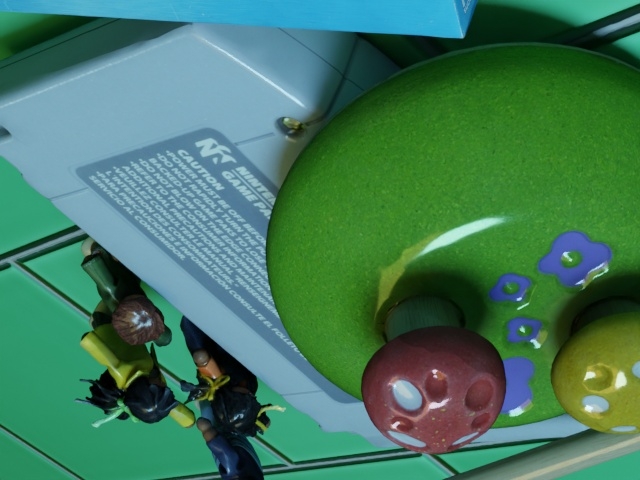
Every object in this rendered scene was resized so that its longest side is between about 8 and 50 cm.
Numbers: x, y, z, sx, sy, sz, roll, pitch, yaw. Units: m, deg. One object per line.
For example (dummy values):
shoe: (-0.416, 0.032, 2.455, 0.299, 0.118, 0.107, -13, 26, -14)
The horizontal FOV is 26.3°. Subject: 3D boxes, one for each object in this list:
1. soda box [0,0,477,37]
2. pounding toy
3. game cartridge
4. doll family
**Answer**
soda box: (-0.047, -0.121, 0.466, 0.210, 0.067, 0.071, 8, 146, 24)
pounding toy: (0.085, 0.049, 0.528, 0.183, 0.110, 0.237, -23, 128, 13)
game cartridge: (0.000, 0.000, 0.640, 0.198, 0.062, 0.297, -15, 133, 40)
doll family: (-0.071, 0.080, 0.735, 0.193, 0.076, 0.111, 38, -173, -29)
